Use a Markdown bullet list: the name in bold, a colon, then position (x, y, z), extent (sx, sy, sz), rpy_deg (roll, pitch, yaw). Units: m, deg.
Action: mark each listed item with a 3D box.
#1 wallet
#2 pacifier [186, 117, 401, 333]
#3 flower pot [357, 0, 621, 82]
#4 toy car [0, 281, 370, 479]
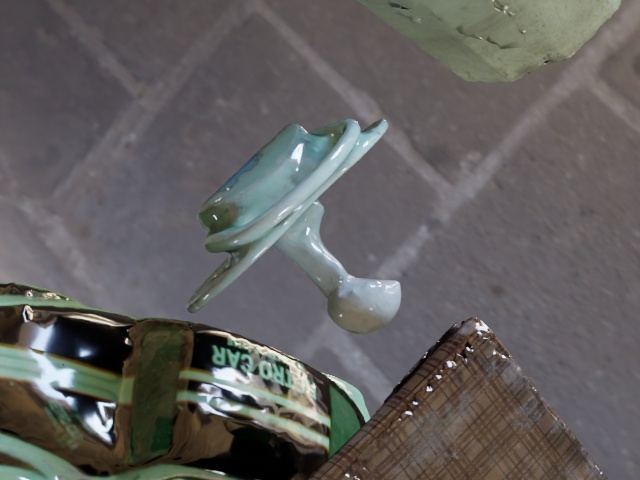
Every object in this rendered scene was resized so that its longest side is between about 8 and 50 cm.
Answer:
- **wallet**: position (0.038, 0.157, 0.861), extent (0.230, 0.042, 0.124), rpy_deg (-43, 101, -25)
- **pacifier**: position (0.000, 0.000, 0.908), extent (0.116, 0.127, 0.150), rpy_deg (47, 61, -1)
- **flower pot**: position (0.068, -0.192, 0.950), extent (0.212, 0.202, 0.212), rpy_deg (-27, 40, 26)
- **toy car**: position (-0.087, 0.111, 0.987), extent (0.125, 0.306, 0.136), rpy_deg (-40, 37, 47)
